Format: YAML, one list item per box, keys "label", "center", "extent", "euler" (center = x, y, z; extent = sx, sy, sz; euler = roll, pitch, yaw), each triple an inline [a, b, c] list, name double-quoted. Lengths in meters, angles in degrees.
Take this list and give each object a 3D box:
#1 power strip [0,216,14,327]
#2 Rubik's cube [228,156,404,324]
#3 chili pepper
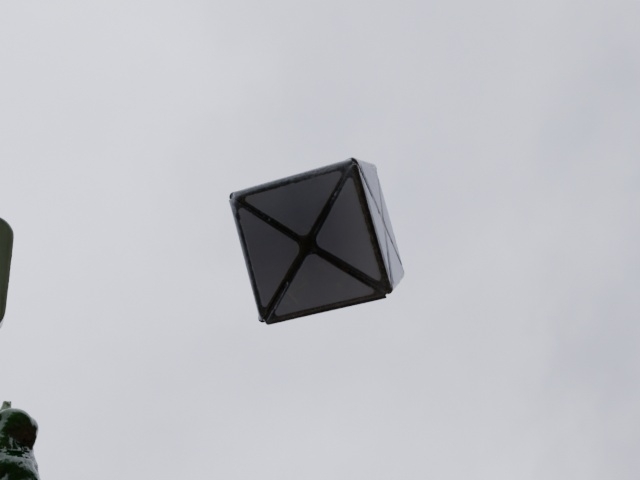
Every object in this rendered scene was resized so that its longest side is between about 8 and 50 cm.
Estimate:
- label: "power strip"
  center: [-0.544, 0.006, 0.921]
  extent: [0.229, 0.141, 0.261]
  euler: [8, -114, -28]
- label: "Rubik's cube"
  center: [0.000, 0.000, 1.296]
  extent: [0.254, 0.259, 0.260]
  euler: [-16, -92, 14]
- label: "chili pepper"
  center: [-0.478, 0.365, 1.037]
  extent: [0.099, 0.271, 0.136]
  euler: [15, -51, -42]
